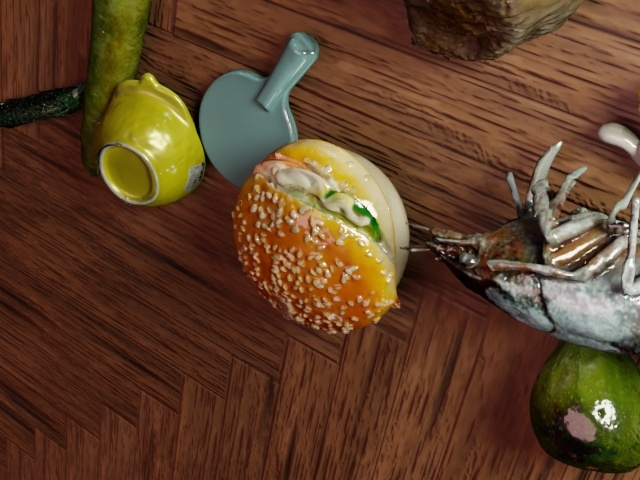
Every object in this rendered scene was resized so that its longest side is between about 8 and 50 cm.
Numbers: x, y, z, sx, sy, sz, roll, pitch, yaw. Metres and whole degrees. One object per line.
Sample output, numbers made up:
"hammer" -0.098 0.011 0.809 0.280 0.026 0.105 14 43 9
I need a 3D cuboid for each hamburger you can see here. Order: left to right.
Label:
"hamburger" -0.004 -0.001 0.972 0.237 0.147 0.237 18 122 32

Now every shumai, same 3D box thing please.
"shumai" 0.163 -0.271 0.756 0.184 0.218 0.185 29 86 19

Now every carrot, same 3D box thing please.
"carrot" -0.273 -0.226 1.125 0.074 0.074 0.358 35 127 20

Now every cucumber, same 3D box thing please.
"cucumber" -0.412 -0.192 1.253 0.257 0.043 0.044 -3 114 40

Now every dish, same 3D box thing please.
"dish" -0.229 -0.107 1.106 0.149 0.080 0.207 14 133 14

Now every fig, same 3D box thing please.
"fig" 0.274 0.151 0.872 0.123 0.123 0.156 -7 66 38

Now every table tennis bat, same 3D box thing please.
"table tennis bat" -0.070 -0.155 1.028 0.149 0.038 0.237 51 134 11

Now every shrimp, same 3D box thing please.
"shrimp" 0.277 0.034 0.760 0.410 0.166 0.221 28 154 25

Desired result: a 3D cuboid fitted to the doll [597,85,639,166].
"doll" 0.311 -0.091 0.762 0.135 0.071 0.113 9 132 43
